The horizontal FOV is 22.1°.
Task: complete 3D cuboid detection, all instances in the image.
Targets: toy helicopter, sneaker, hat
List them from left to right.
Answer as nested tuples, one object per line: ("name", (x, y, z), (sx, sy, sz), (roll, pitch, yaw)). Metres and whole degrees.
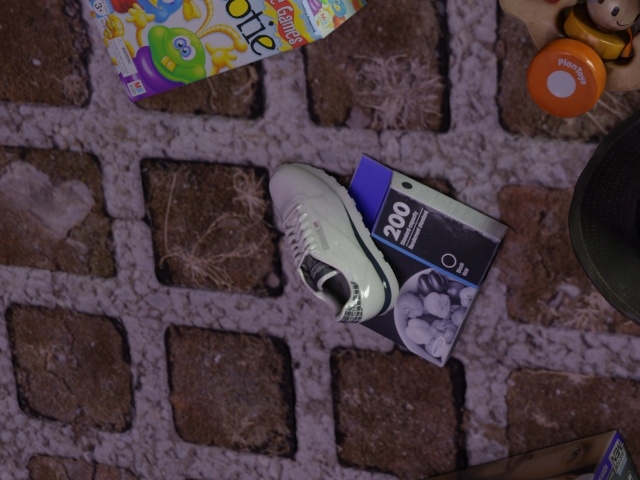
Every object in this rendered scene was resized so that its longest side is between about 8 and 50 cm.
("sneaker", (0.000, 0.000, 2.020), (0.235, 0.095, 0.090), (53, 134, 21))
("toy helicopter", (0.274, -0.321, 1.729), (0.235, 0.140, 0.355), (-26, 103, 37))
("hat", (0.447, -0.004, 1.813), (0.331, 0.134, 0.331), (-5, 67, 13))

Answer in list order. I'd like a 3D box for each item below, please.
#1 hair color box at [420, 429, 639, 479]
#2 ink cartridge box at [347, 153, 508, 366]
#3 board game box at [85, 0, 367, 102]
("hair color box", (0.221, 0.359, 2.065), (0.339, 0.185, 0.110), (-18, 104, 29))
("ink cartridge box", (0.102, 0.026, 2.045), (0.208, 0.045, 0.206), (28, 122, 11))
("board game box", (-0.112, -0.283, 1.935), (0.275, 0.142, 0.144), (-15, 107, 29))
